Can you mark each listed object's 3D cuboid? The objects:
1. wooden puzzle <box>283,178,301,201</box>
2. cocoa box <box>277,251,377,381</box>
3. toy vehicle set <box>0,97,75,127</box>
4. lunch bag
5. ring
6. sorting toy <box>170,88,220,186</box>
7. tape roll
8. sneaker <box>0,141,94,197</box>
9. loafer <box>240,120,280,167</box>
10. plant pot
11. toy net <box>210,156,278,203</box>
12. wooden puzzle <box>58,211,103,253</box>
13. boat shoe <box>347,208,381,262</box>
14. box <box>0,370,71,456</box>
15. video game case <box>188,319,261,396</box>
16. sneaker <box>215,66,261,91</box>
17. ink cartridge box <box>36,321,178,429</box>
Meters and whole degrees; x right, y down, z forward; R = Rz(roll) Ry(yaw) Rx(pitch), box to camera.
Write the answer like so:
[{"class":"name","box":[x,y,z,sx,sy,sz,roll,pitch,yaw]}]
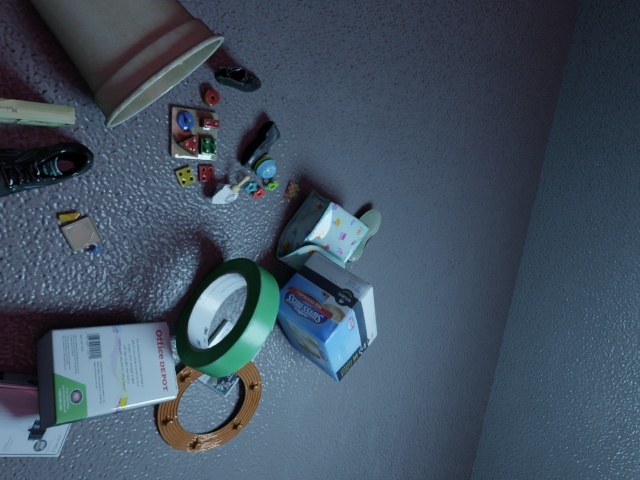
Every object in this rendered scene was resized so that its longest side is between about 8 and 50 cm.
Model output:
[{"class":"wooden puzzle","box":[-0.091,-0.166,1.456,0.049,0.006,0.083,23,84,-39]},{"class":"cocoa box","box":[0.023,0.256,1.413,0.228,0.231,0.347,-46,150,-22]},{"class":"toy vehicle set","box":[-0.656,-0.260,0.874,0.267,0.166,0.035,-4,101,-38]},{"class":"lunch bag","box":[0.000,0.000,1.470,0.223,0.160,0.262,32,92,-42]},{"class":"ring","box":[-0.329,0.506,1.354,0.337,0.032,0.336,-10,108,-32]},{"class":"sorting toy","box":[-0.341,-0.283,1.205,0.132,0.046,0.274,-3,101,-39]},{"class":"tape roll","box":[-0.256,0.202,1.189,0.077,0.321,0.321,42,72,-36]},{"class":"sneaker","box":[-0.633,-0.161,0.954,0.267,0.106,0.101,-27,116,-31]},{"class":"loafer","box":[-0.177,-0.281,1.330,0.170,0.062,0.061,-55,133,-13]},{"class":"plant pot","box":[-0.437,-0.469,0.946,0.334,0.334,0.305,-47,112,-22]},{"class":"toy net","box":[-0.231,-0.164,1.316,0.232,0.045,0.122,-28,155,-24]},{"class":"wooden puzzle","box":[-0.588,-0.018,1.077,0.079,0.014,0.116,-22,112,-30]},{"class":"boat shoe","box":[0.151,-0.018,1.646,0.081,0.068,0.227,33,72,-2]},{"class":"box","box":[-0.727,0.391,0.995,0.290,0.087,0.169,23,84,-40]},{"class":"video game case","box":[-0.300,0.374,1.383,0.190,0.022,0.173,-53,126,-19]},{"class":"sneaker","box":[-0.227,-0.456,1.236,0.170,0.089,0.051,-3,101,-38]},{"class":"ink cartridge box","box":[-0.513,0.317,1.064,0.278,0.117,0.201,6,62,-47]}]
